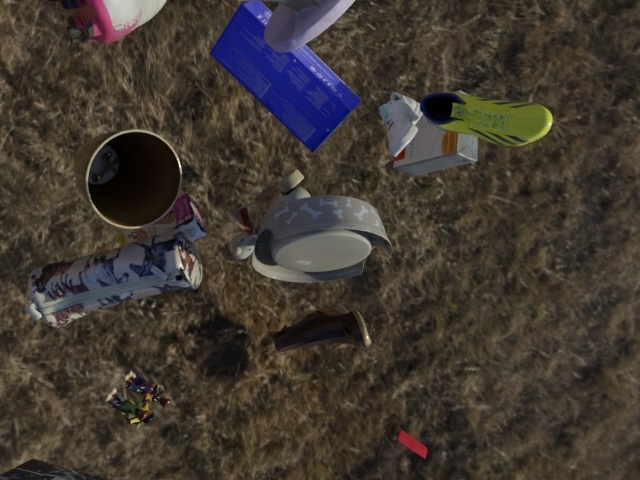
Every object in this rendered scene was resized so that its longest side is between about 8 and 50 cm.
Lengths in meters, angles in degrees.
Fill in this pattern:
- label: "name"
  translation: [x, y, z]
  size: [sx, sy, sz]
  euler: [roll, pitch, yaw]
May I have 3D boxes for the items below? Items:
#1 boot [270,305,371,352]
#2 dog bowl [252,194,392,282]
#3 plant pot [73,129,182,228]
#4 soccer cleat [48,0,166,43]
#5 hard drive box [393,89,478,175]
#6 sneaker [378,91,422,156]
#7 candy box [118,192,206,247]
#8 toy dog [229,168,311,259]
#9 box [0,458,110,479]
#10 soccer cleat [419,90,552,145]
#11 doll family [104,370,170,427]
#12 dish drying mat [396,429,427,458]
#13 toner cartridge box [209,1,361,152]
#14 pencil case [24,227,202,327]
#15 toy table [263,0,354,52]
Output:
- label: "boot"
  translation: [-0.003, 0.235, 1.495]
  size: [0.207, 0.248, 0.090]
  euler: [-21, 101, -13]
- label: "dog bowl"
  translation: [0.000, 0.000, 1.545]
  size: [0.349, 0.102, 0.348]
  euler: [-4, 156, -2]
- label: "plant pot"
  translation: [-0.511, -0.172, 1.549]
  size: [0.237, 0.254, 0.237]
  euler: [-14, 113, -36]
- label: "soccer cleat"
  translation: [-0.223, -0.287, 0.670]
  size: [0.143, 0.331, 0.116]
  euler: [-31, 115, -13]
- label: "hard drive box"
  translation: [0.322, -0.295, 1.739]
  size: [0.089, 0.232, 0.181]
  euler: [13, 76, -38]
- label: "sneaker"
  translation: [0.168, -0.268, 1.398]
  size: [0.094, 0.212, 0.080]
  euler: [36, 128, -11]
- label: "candy box"
  translation: [-0.445, -0.020, 1.733]
  size: [0.233, 0.159, 0.071]
  euler: [-31, 125, -1]
- label: "toy dog"
  translation: [-0.136, -0.044, 1.769]
  size: [0.220, 0.161, 0.333]
  euler: [32, 110, 5]
- label: "box"
  translation: [-0.607, 0.648, 1.365]
  size: [0.313, 0.343, 0.178]
  euler: [12, 86, 5]
- label: "soccer cleat"
  translation: [0.335, -0.258, 1.295]
  size: [0.121, 0.289, 0.093]
  euler: [5, 101, -46]
- label: "doll family"
  translation: [-0.399, 0.356, 1.382]
  size: [0.111, 0.193, 0.076]
  euler: [29, 112, 0]
- label: "dish drying mat"
  translation: [0.220, 0.489, 1.486]
  size: [0.083, 0.032, 0.008]
  euler: [35, 135, -4]
- label: "toner cartridge box"
  translation: [-0.084, -0.391, 1.481]
  size: [0.348, 0.075, 0.165]
  euler: [44, 131, -5]
- label: "pencil case"
  translation: [-0.511, 0.095, 1.549]
  size: [0.411, 0.183, 0.159]
  euler: [-16, 104, 0]
- label: "toy table"
  translation: [-0.040, -0.519, 1.211]
  size: [0.274, 0.252, 0.161]
  euler: [-47, 134, 6]
